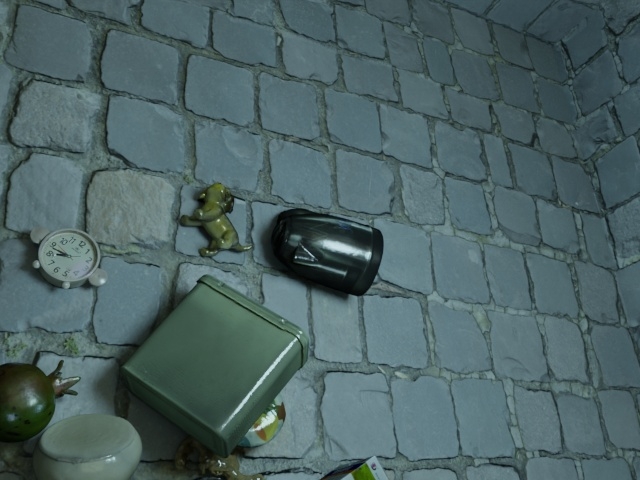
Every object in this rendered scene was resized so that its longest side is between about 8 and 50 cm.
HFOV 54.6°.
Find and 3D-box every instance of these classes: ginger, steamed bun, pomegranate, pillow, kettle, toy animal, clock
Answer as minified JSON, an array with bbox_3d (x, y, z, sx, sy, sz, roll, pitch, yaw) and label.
[{"bbox_3d":[-0.242,0.567,1.606,0.258,0.065,0.149,29,52,-12],"label":"ginger"},{"bbox_3d":[-0.523,0.500,1.398,0.232,0.232,0.145,-1,103,-30],"label":"steamed bun"},{"bbox_3d":[-0.664,0.352,1.413,0.181,0.181,0.224,56,36,7],"label":"pomegranate"},{"bbox_3d":[-0.204,0.441,1.660,0.214,0.086,0.233,-11,60,-30],"label":"pillow"},{"bbox_3d":[0.000,0.000,1.966,0.324,0.228,0.321,17,32,-17],"label":"kettle"},{"bbox_3d":[-0.314,-0.064,1.865,0.168,0.121,0.233,-13,75,-46],"label":"toy animal"},{"bbox_3d":[-0.664,0.050,1.634,0.229,0.063,0.156,36,56,-6],"label":"clock"}]

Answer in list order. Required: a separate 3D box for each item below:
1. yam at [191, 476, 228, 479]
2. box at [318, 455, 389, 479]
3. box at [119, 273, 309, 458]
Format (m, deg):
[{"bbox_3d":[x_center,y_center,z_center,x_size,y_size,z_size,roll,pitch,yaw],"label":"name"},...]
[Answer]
[{"bbox_3d":[-0.287,0.702,1.439,0.131,0.131,0.280,29,45,-14],"label":"yam"},{"bbox_3d":[0.013,0.686,1.600,0.299,0.200,0.106,-23,78,-36],"label":"box"},{"bbox_3d":[-0.266,0.310,1.589,0.352,0.177,0.344,29,52,18],"label":"box"}]
